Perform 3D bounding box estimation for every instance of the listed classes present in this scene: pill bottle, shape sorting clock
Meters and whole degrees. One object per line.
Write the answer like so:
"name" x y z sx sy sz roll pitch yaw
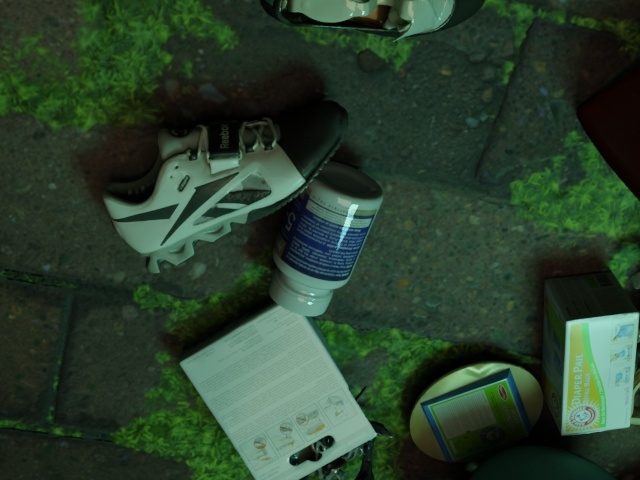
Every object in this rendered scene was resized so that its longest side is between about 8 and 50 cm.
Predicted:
"pill bottle" 0.000 0.000 1.458 0.112 0.112 0.187 15 115 -15
"shape sorting clock" 0.232 0.256 1.669 0.206 0.040 0.206 -4 129 -5

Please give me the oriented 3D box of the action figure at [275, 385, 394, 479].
"action figure" 0.011 0.343 1.635 0.164 0.141 0.276 12 119 -1

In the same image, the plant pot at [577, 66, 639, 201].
"plant pot" 0.513 -0.088 1.380 0.267 0.236 0.267 -34 117 25

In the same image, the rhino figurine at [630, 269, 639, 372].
"rhino figurine" 0.489 0.112 1.596 0.106 0.073 0.243 -30 131 -40

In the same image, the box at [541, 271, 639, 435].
"box" 0.381 0.163 1.597 0.103 0.114 0.203 -7 120 -3

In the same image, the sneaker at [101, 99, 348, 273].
"sneaker" -0.124 -0.095 1.383 0.330 0.122 0.146 -32 120 10

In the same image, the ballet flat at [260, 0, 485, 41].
"ballet flat" 0.068 -0.279 1.322 0.280 0.096 0.095 -3 119 -6

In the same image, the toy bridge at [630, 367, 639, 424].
"toy bridge" 0.476 0.199 1.589 0.063 0.026 0.188 7 136 -18

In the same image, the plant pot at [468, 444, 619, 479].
"plant pot" 0.314 0.416 1.652 0.290 0.195 0.290 -6 117 -11

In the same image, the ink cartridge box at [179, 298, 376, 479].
"ink cartridge box" -0.059 0.211 1.560 0.189 0.066 0.232 -31 103 9
